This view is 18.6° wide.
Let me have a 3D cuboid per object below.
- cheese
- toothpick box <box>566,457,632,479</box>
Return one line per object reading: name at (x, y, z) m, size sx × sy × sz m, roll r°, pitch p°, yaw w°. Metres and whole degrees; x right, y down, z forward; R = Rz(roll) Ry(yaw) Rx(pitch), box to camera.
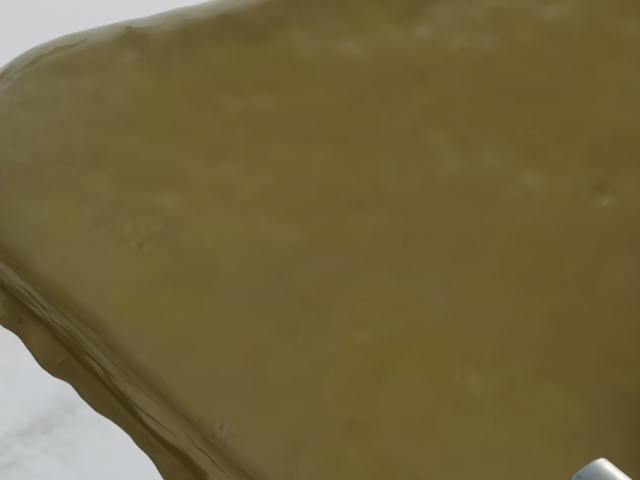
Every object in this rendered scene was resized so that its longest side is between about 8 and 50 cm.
cheese at (0.000, -0.001, 0.899) m, size 0.384 × 0.384 × 0.104 m, roll 0°, pitch -5°, yaw -20°
toothpick box at (0.120, 0.126, 0.727) m, size 0.052 × 0.083 × 0.052 m, roll -41°, pitch -23°, yaw -22°
